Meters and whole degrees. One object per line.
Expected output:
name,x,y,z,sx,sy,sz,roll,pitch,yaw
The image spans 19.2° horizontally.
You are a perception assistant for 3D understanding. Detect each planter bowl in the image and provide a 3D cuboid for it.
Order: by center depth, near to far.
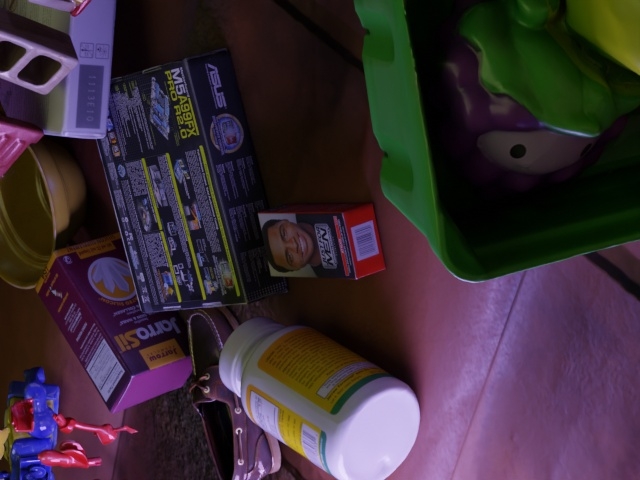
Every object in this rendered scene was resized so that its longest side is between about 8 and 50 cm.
planter bowl,-0.345,-0.057,2.290,0.217,0.090,0.217,25,123,44

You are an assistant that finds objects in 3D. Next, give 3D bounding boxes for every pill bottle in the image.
pill bottle,-0.007,0.157,1.930,0.208,0.118,0.117,28,125,42

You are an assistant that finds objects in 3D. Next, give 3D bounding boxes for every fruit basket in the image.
fruit basket,0.234,-0.138,1.302,0.392,0.392,0.283,6,108,51

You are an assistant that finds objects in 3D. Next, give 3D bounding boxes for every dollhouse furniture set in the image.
dollhouse furniture set,-0.341,-0.243,2.043,0.374,0.152,0.201,-44,52,23

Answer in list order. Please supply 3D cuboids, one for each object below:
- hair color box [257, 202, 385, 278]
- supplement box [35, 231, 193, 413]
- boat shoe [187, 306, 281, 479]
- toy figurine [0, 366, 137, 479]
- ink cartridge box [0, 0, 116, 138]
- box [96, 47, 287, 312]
hair color box,0.000,0.000,1.918,0.141,0.043,0.072,0,105,52
supplement box,-0.236,0.093,2.203,0.188,0.104,0.081,55,139,21
boat shoe,-0.108,0.171,2.101,0.073,0.073,0.207,-28,81,54
toy figurine,-0.343,0.286,2.435,0.217,0.191,0.362,-103,15,-49
ink cartridge box,-0.313,-0.259,2.143,0.239,0.060,0.275,11,98,55
box,-0.151,-0.059,2.072,0.216,0.060,0.270,-8,98,52
